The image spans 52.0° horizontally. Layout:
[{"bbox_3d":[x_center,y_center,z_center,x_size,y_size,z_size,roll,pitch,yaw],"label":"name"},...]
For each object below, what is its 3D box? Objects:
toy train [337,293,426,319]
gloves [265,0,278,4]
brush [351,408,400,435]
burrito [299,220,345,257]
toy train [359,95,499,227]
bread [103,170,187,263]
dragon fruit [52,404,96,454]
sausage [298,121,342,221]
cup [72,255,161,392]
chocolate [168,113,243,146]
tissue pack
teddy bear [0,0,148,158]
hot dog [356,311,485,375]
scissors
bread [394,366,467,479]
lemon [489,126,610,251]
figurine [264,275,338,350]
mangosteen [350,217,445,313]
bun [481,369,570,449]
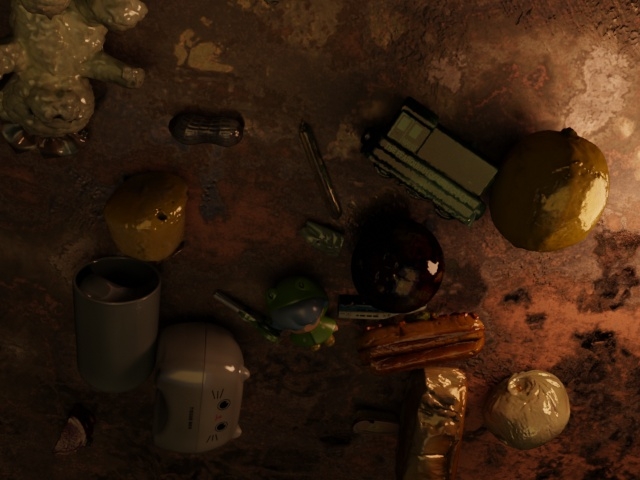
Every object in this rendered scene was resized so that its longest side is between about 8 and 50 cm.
[{"bbox_3d":[0.163,0.177,1.733,0.233,0.052,0.051,3,121,-4],"label":"toy train"},{"bbox_3d":[-0.110,-0.514,1.353,0.044,0.037,0.081,-20,109,-21],"label":"gloves"},{"bbox_3d":[0.229,0.539,1.935,0.312,0.067,0.072,14,131,-22],"label":"brush"},{"bbox_3d":[0.002,-0.003,1.634,0.118,0.044,0.074,22,119,-17],"label":"burrito"},{"bbox_3d":[0.251,-0.177,1.468,0.330,0.138,0.178,33,109,-4],"label":"toy train"},{"bbox_3d":[-0.397,-0.058,1.519,0.197,0.197,0.170,-1,131,-2],"label":"bread"},{"bbox_3d":[-0.693,0.552,1.879,0.096,0.102,0.147,25,110,-17],"label":"dragon fruit"},{"bbox_3d":[0.001,-0.158,1.554,0.032,0.033,0.269,-18,117,7],"label":"sausage"},{"bbox_3d":[-0.510,0.219,1.641,0.205,0.205,0.312,8,119,-6],"label":"cup"},{"bbox_3d":[-0.257,-0.247,1.475,0.167,0.072,0.072,4,118,-7],"label":"chocolate"},{"bbox_3d":[-0.316,0.387,1.725,0.236,0.229,0.333,5,120,-12],"label":"tissue pack"},{"bbox_3d":[-0.516,-0.313,1.299,0.327,0.375,0.362,3,104,-35],"label":"teddy bear"},{"bbox_3d":[0.262,0.261,1.745,0.348,0.117,0.158,-13,135,7],"label":"hot dog"},{"bbox_3d":[-0.191,0.194,1.717,0.204,0.101,0.027,33,102,-4],"label":"scissors"},{"bbox_3d":[0.316,0.528,1.811,0.183,0.236,0.389,7,111,-5],"label":"bread"},{"bbox_3d":[0.514,-0.106,1.482,0.260,0.260,0.284,26,99,-15],"label":"lemon"},{"bbox_3d":[-0.044,0.193,1.692,0.162,0.143,0.263,-16,135,13],"label":"figurine"},{"bbox_3d":[0.198,0.072,1.610,0.231,0.231,0.289,-27,157,12],"label":"mangosteen"},{"bbox_3d":[0.558,0.455,1.821,0.243,0.244,0.153,-26,106,12],"label":"bun"}]
